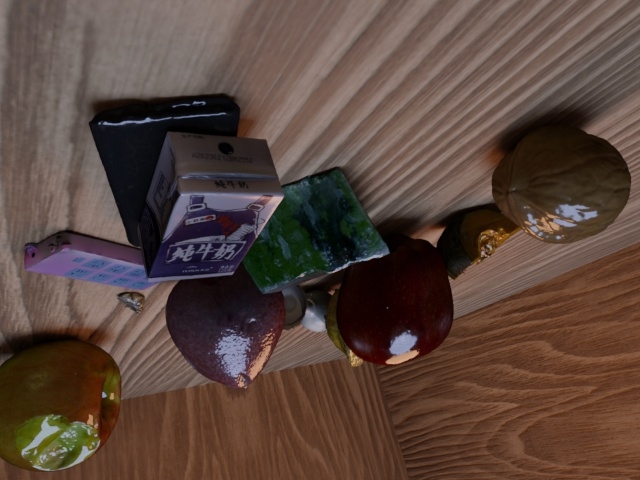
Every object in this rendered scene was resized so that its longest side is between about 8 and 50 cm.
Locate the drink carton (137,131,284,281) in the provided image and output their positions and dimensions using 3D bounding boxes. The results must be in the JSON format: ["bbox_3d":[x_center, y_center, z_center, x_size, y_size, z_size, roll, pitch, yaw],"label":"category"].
[{"bbox_3d":[-0.158,-0.039,0.617,0.134,0.102,0.222,-1,149,-32],"label":"drink carton"}]

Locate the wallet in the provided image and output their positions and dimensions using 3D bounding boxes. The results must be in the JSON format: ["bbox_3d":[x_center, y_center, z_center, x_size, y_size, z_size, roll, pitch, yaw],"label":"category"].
[{"bbox_3d":[-0.211,-0.084,0.656,0.170,0.044,0.321,-9,155,-18],"label":"wallet"}]

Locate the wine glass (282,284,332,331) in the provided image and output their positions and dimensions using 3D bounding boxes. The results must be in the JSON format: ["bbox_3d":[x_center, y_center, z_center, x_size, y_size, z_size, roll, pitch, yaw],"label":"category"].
[{"bbox_3d":[-0.037,0.209,1.382,0.143,0.143,0.321,-23,160,19],"label":"wine glass"}]

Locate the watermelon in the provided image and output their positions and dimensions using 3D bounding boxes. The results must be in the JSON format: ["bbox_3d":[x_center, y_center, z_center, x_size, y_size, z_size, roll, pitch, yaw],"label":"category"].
[{"bbox_3d":[0.001,0.012,0.887,0.264,0.151,0.302,-23,157,18],"label":"watermelon"}]

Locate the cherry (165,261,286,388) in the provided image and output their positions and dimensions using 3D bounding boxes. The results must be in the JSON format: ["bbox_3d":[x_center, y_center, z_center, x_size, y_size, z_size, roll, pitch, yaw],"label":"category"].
[{"bbox_3d":[-0.204,0.180,1.020,0.261,0.307,0.221,-15,-174,-10],"label":"cherry"}]

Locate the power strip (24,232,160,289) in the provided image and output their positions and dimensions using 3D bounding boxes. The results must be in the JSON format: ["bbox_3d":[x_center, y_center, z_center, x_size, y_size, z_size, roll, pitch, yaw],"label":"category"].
[{"bbox_3d":[-0.399,0.045,0.852,0.109,0.037,0.279,-23,158,20],"label":"power strip"}]

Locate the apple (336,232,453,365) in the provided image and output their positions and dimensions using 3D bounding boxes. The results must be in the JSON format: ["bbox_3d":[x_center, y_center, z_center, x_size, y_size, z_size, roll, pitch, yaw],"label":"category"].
[{"bbox_3d":[0.183,0.148,1.120,0.288,0.317,0.288,-1,-165,0],"label":"apple"}]

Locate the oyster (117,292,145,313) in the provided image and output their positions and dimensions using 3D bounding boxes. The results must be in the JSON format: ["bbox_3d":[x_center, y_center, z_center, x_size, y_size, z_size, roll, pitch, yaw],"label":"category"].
[{"bbox_3d":[-0.460,0.156,1.091,0.080,0.038,0.083,-24,159,26],"label":"oyster"}]

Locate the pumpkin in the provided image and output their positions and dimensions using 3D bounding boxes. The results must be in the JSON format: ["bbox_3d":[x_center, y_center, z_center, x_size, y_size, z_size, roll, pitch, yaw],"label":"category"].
[{"bbox_3d":[0.406,-0.019,1.159,0.248,0.126,0.131,-28,156,-22],"label":"pumpkin"}]

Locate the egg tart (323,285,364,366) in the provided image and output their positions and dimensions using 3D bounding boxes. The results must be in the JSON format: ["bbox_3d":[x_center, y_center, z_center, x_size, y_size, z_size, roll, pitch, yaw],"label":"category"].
[{"bbox_3d":[0.099,0.234,1.377,0.115,0.290,0.290,3,167,24],"label":"egg tart"}]

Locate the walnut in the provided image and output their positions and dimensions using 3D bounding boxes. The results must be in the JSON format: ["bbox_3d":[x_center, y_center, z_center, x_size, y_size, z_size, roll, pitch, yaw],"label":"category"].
[{"bbox_3d":[0.433,-0.102,0.830,0.228,0.228,0.228,-13,159,-5],"label":"walnut"}]

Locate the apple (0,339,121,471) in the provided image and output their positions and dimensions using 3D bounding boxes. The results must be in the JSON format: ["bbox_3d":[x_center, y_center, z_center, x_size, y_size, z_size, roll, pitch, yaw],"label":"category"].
[{"bbox_3d":[-0.715,0.436,1.216,0.339,0.339,0.339,-13,159,-5],"label":"apple"}]
